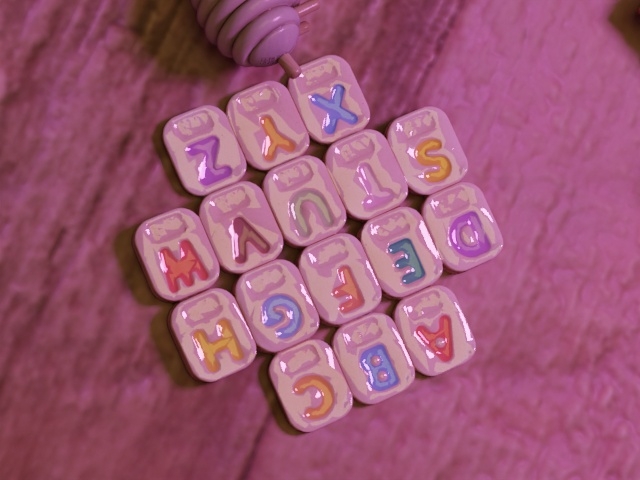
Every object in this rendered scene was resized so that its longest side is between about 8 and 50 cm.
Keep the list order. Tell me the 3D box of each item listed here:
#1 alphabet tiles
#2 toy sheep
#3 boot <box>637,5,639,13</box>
[{"bbox_3d":[0.000,0.000,1.427,0.284,0.021,0.278,-23,88,-14],"label":"alphabet tiles"},{"bbox_3d":[-0.054,-0.183,1.409,0.091,0.091,0.132,-35,72,-14],"label":"toy sheep"},{"bbox_3d":[0.330,-0.151,1.491,0.152,0.073,0.197,36,65,-6],"label":"boot"}]
